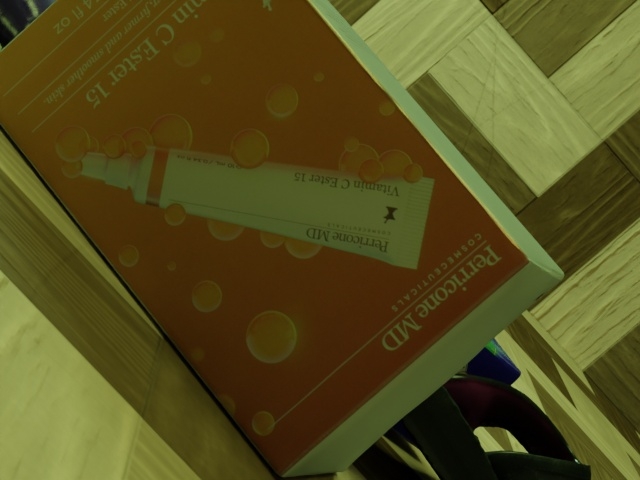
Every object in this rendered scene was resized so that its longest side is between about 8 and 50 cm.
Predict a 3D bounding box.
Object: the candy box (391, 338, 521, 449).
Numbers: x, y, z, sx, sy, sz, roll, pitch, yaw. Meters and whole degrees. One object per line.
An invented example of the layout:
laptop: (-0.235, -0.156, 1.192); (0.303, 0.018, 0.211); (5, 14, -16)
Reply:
candy box: (0.000, 0.000, 1.621); (0.268, 0.122, 0.317); (40, 10, -48)

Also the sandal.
sandal: (0.146, 0.169, 1.505); (0.167, 0.107, 0.446); (53, -1, 42)

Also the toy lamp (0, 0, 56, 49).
toy lamp: (-0.237, -0.204, 1.470); (0.080, 0.080, 0.274); (44, 8, -33)

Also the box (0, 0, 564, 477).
box: (-0.033, -0.040, 1.275); (0.345, 0.215, 0.168); (50, 8, 13)
